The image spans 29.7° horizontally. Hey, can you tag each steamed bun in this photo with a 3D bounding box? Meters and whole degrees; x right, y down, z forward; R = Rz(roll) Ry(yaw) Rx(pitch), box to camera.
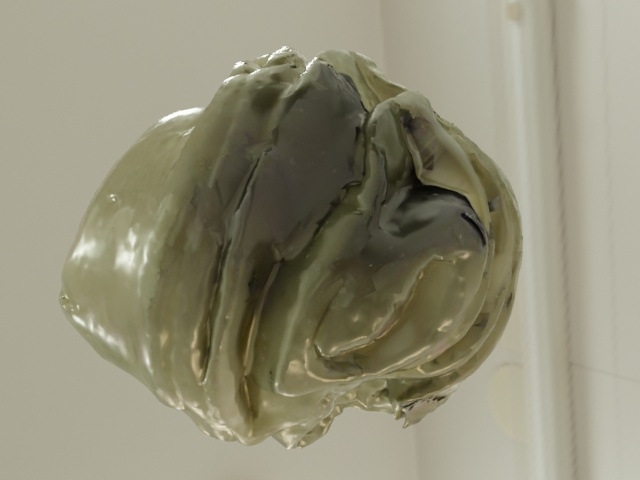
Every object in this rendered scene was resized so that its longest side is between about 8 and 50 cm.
[{"bbox_3d":[0.000,0.000,0.808,0.320,0.206,0.275,-36,-95,-22],"label":"steamed bun"}]
